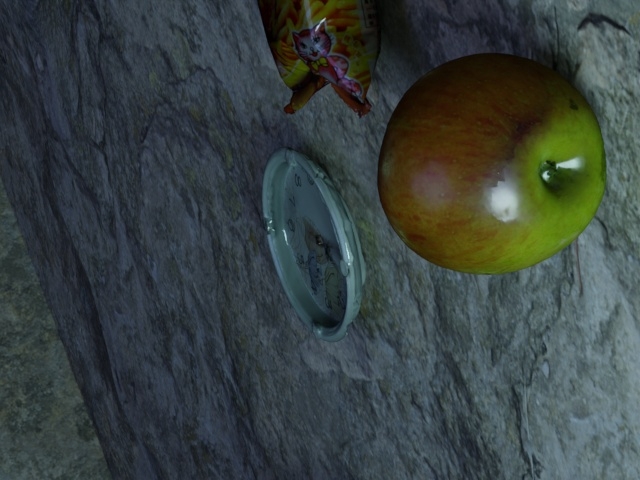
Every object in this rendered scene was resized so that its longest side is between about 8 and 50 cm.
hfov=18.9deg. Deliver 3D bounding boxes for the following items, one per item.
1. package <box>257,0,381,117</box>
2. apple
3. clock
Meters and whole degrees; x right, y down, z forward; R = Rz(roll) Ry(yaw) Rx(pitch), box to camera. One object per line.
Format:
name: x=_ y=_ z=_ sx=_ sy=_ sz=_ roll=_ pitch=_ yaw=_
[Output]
package: x=-0.007 y=-0.270 z=1.982 sx=0.223 sy=0.108 sz=0.288 roll=-169 pitch=70 yaw=-71
apple: x=0.152 y=-0.063 z=1.662 sx=0.196 sy=0.196 sz=0.196 roll=48 pitch=148 yaw=44
clock: x=0.000 y=0.000 z=2.235 sx=0.236 sy=0.053 sz=0.236 roll=46 pitch=144 yaw=48
